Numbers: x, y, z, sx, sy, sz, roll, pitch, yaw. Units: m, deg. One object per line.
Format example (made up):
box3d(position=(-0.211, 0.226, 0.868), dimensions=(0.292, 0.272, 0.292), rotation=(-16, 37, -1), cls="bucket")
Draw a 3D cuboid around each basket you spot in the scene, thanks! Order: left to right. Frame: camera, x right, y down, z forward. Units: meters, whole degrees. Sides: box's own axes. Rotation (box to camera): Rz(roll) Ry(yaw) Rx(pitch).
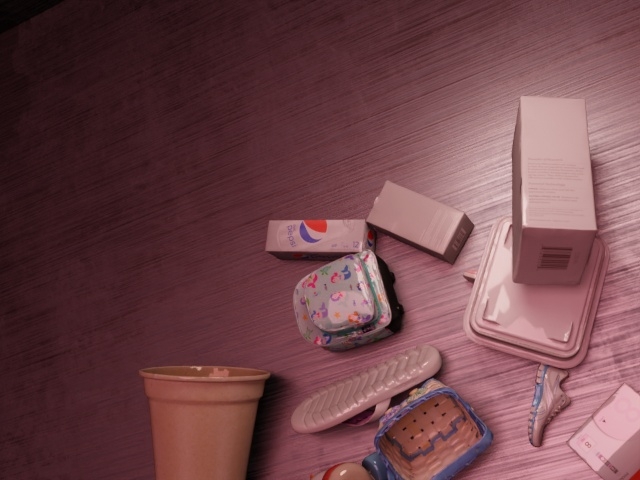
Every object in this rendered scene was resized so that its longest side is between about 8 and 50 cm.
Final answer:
box3d(position=(0.241, 0.450, 1.706), dimensions=(0.254, 0.289, 0.201), rotation=(-39, 106, 3), cls="basket")

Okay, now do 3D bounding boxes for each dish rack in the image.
box3d(position=(0.500, 0.103, 1.789), dimensions=(0.285, 0.072, 0.333), rotation=(15, 73, 18), cls="dish rack")

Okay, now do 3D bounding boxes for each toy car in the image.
box3d(position=(0.044, 0.626, 1.833), dimensions=(0.238, 0.219, 0.210), rotation=(-23, 89, 60), cls="toy car")

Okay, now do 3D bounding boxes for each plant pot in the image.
box3d(position=(-0.297, 0.482, 1.952), dimensions=(0.333, 0.333, 0.306), rotation=(-1, 84, 24), cls="plant pot")

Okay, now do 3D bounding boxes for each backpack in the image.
box3d(position=(0.055, 0.161, 1.954), dimensions=(0.253, 0.191, 0.225), rotation=(-23, 66, 22), cls="backpack")

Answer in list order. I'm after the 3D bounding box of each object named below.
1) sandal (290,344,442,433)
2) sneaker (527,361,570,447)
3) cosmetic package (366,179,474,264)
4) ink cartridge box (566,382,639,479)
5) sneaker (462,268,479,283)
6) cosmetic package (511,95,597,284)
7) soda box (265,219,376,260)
box3d(position=(0.116, 0.392, 1.887), dimensions=(0.416, 0.169, 0.102), rotation=(-27, 105, 14), cls="sandal")
box3d(position=(0.516, 0.374, 1.738), dimensions=(0.082, 0.071, 0.191), rotation=(10, 78, 21), cls="sneaker")
box3d(position=(0.251, -0.047, 1.973), dimensions=(0.237, 0.107, 0.127), rotation=(27, 86, 32), cls="cosmetic package")
box3d(position=(0.677, 0.452, 1.647), dimensions=(0.189, 0.066, 0.232), rotation=(-47, 57, 4), cls="ink cartridge box")
box3d(position=(0.419, 0.080, 1.886), dimensions=(0.134, 0.051, 0.070), rotation=(14, 72, 29), cls="sneaker")
box3d(position=(0.513, -0.117, 1.733), dimensions=(0.156, 0.217, 0.385), rotation=(2, 53, 8), cls="cosmetic package")
box3d(position=(0.000, 0.000, 2.073), dimensions=(0.286, 0.098, 0.091), rotation=(0, 74, 25), cls="soda box")
